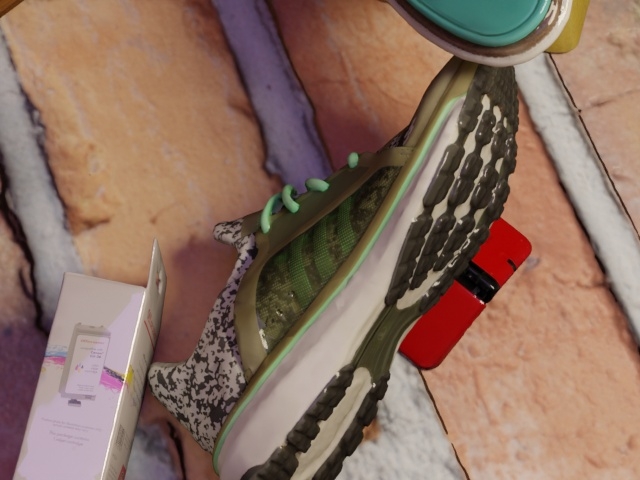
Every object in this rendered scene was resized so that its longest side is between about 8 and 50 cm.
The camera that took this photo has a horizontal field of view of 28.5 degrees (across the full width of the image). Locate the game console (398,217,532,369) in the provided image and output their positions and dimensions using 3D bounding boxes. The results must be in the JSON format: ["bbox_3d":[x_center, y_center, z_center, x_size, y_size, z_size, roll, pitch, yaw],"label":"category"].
[{"bbox_3d":[0.081,0.012,1.049,0.144,0.085,0.124,39,43,9],"label":"game console"}]

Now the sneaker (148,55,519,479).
[{"bbox_3d":[0.000,0.000,0.955,0.182,0.158,0.410,31,86,25],"label":"sneaker"}]

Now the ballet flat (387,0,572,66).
[{"bbox_3d":[0.063,-0.266,0.976,0.139,0.139,0.400,-34,63,-13],"label":"ballet flat"}]

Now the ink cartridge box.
[{"bbox_3d":[-0.169,0.100,0.951,0.067,0.115,0.198,11,70,1],"label":"ink cartridge box"}]

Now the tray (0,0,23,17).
[{"bbox_3d":[-0.220,-0.313,1.039,0.411,0.203,0.076,-41,78,-15],"label":"tray"}]

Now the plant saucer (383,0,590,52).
[{"bbox_3d":[0.120,-0.371,1.146,0.332,0.081,0.333,18,71,3],"label":"plant saucer"}]
